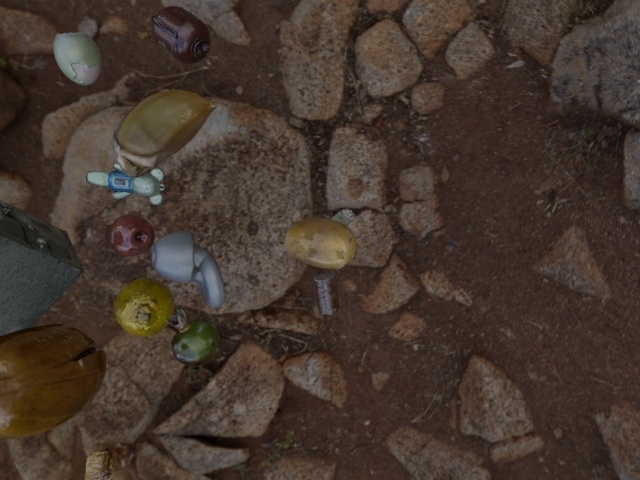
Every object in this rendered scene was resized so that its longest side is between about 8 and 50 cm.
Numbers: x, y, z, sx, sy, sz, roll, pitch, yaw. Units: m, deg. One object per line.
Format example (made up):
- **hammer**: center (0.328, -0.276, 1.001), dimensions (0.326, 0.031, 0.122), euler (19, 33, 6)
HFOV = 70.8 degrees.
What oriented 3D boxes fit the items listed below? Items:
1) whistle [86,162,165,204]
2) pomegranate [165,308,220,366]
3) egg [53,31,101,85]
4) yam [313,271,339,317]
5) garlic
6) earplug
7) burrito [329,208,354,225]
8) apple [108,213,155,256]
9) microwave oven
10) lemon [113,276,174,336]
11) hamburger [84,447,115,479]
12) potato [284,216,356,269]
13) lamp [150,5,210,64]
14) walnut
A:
- **whistle**: center (-0.587, -0.177, 1.366), dimensions (0.235, 0.077, 0.114), euler (8, 105, 0)
- **pomegranate**: center (-0.344, 0.262, 1.187), dimensions (0.129, 0.130, 0.159), euler (-23, 135, 38)
- **egg**: center (-1.054, -0.789, 1.964), dimensions (0.182, 0.183, 0.218), euler (8, 114, 33)
- **yam**: center (0.019, 0.174, 1.481), dimensions (0.079, 0.079, 0.141), euler (8, 120, 33)
- **garlic**: center (-0.402, -0.250, 1.076), dimensions (0.196, 0.339, 0.151), euler (-9, 124, 34)
- **earplug**: center (-0.452, 0.106, 1.594), dimensions (0.326, 0.175, 0.214), euler (52, 166, -30)
- **burrito**: center (0.066, -0.065, 1.595), dimensions (0.058, 0.045, 0.188), euler (26, 148, -17)
- **apple**: center (-0.666, -0.017, 1.600), dimensions (0.119, 0.153, 0.154), euler (8, 111, 47)
- **microwave oven**: center (-0.993, 0.048, 1.309), dimensions (0.374, 0.432, 0.236), euler (-48, 54, 0)
- **lemon**: center (-0.613, 0.232, 1.573), dimensions (0.260, 0.204, 0.204), euler (-162, 59, -66)
- **hamburger**: center (-0.541, 0.559, 1.109), dimensions (0.076, 0.044, 0.083), euler (-25, 47, 13)
- **potato**: center (0.000, 0.000, 1.394), dimensions (0.233, 0.150, 0.146), euler (17, 111, 20)
- **lamp**: center (-0.516, -0.762, 1.670), dimensions (0.258, 0.180, 0.180), euler (40, 125, 22)
- **walnut**: center (-0.545, 0.262, 0.843), dimensions (0.208, 0.336, 0.209), euler (0, 82, 4)
